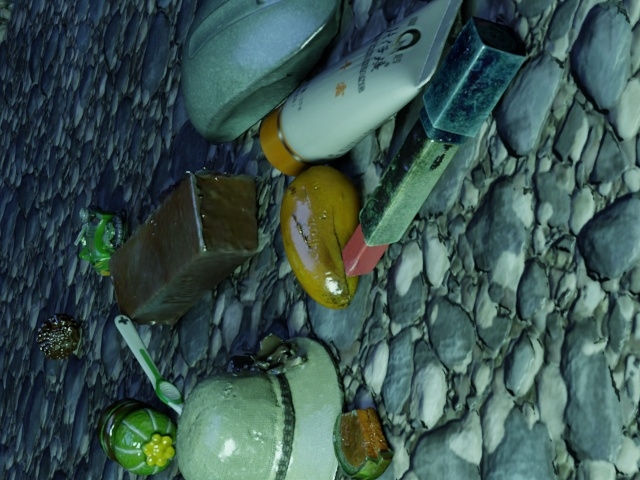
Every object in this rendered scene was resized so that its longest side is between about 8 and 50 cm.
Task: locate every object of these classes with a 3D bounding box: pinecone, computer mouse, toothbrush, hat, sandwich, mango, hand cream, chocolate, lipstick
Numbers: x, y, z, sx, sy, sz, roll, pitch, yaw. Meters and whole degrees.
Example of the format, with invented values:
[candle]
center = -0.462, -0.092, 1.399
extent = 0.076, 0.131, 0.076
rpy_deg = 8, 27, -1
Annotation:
[pinecone]
center = -0.452, 0.164, 2.298
extent = 0.083, 0.077, 0.077
rpy_deg = -112, 41, -64
[computer mouse]
center = -0.096, -0.256, 1.711
extent = 0.374, 0.114, 0.203
rpy_deg = -41, 43, 50
[toothbrush]
center = -0.201, 0.196, 1.752
extent = 0.304, 0.030, 0.030
rpy_deg = 52, 127, 38
[hat]
center = -0.088, 0.218, 1.475
extent = 0.257, 0.130, 0.257
rpy_deg = -36, 47, 53
[sandwich]
center = 0.038, 0.205, 1.343
extent = 0.069, 0.026, 0.101
rpy_deg = -64, 28, 29
[mango]
center = -0.004, -0.002, 1.452
extent = 0.105, 0.084, 0.159
rpy_deg = 141, 135, -60
[hand cream]
center = 0.047, -0.153, 1.416
extent = 0.314, 0.089, 0.140
rpy_deg = -30, 31, 49
[chocolate]
center = -0.185, 0.019, 1.790
extent = 0.321, 0.111, 0.112
rpy_deg = -39, 54, 52
[lipstick]
center = 0.100, -0.081, 1.316
extent = 0.312, 0.051, 0.051
rpy_deg = -59, 33, 37

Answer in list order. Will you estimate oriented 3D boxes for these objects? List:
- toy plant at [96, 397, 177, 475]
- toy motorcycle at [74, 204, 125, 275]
[toy plant]
center = -0.246, 0.270, 1.820
extent = 0.162, 0.092, 0.093
rpy_deg = 8, 86, 61
[toy motorcycle]
center = -0.356, 0.001, 2.188
extent = 0.190, 0.074, 0.106
rpy_deg = -162, 76, -64
